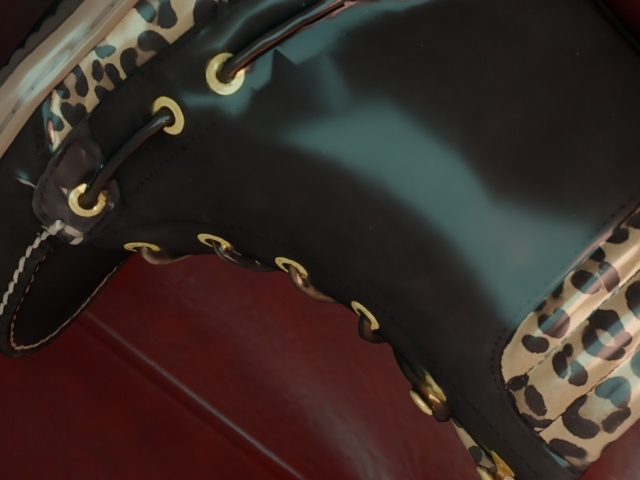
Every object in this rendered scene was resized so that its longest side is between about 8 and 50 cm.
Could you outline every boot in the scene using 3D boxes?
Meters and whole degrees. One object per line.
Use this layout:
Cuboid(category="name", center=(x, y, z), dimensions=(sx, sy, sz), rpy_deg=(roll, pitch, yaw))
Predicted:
Cuboid(category="boot", center=(0.000, 0.000, 0.610), dimensions=(0.284, 0.138, 0.377), rpy_deg=(46, 123, 7))
